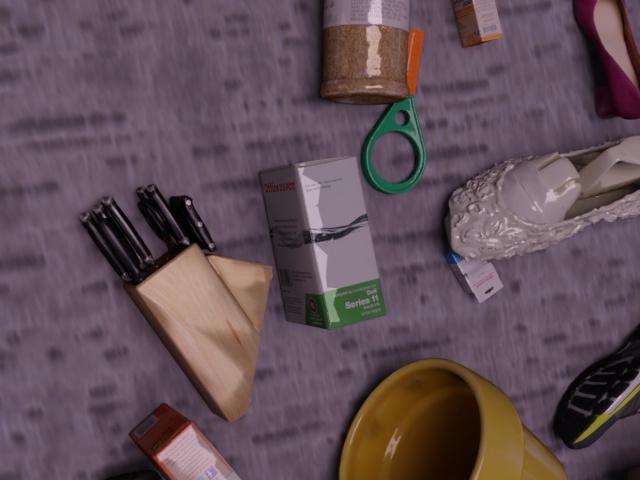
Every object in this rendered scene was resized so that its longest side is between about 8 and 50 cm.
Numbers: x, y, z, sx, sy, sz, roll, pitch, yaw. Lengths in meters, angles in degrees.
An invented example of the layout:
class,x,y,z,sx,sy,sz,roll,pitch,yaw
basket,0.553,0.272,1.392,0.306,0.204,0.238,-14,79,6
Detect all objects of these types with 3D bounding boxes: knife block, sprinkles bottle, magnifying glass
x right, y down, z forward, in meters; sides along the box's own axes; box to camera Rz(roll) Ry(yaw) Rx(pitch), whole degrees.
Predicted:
class,x,y,z,sx,sy,sz,roll,pitch,yaw
knife block,-0.193,0.074,1.393,0.242,0.088,0.275,10,87,-19
sprinkles bottle,0.063,-0.362,1.467,0.121,0.121,0.355,1,90,-21
magnifying glass,0.112,-0.178,1.541,0.092,0.026,0.230,11,88,-20

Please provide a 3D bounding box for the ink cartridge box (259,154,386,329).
class,x,y,z,sx,sy,sz,roll,pitch,yaw
ink cartridge box,0.000,0.000,1.430,0.087,0.153,0.208,-13,96,-21

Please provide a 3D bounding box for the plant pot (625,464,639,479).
class,x,y,z,sx,sy,sz,roll,pitch,yaw
plant pot,0.561,0.446,1.583,0.323,0.323,0.280,-5,77,-20

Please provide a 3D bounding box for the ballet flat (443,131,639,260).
class,x,y,z,sx,sy,sz,roll,pitch,yaw
ballet flat,0.359,-0.086,1.570,0.409,0.147,0.147,-16,96,-22

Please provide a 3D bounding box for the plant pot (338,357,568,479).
class,x,y,z,sx,sy,sz,roll,pitch,yaw
plant pot,0.194,0.314,1.468,0.239,0.254,0.254,31,79,-33

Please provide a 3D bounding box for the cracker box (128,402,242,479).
class,x,y,z,sx,sy,sz,roll,pitch,yaw
cracker box,-0.129,0.316,1.381,0.067,0.156,0.232,-42,103,-15

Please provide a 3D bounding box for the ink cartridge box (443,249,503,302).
class,x,y,z,sx,sy,sz,roll,pitch,yaw
ink cartridge box,0.217,0.042,1.577,0.048,0.028,0.083,-33,101,-17

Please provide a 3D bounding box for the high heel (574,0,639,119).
class,x,y,z,sx,sy,sz,roll,pitch,yaw
high heel,0.433,-0.295,1.608,0.082,0.117,0.244,-3,91,-20

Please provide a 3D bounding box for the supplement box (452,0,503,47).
class,x,y,z,sx,sy,sz,roll,pitch,yaw
supplement box,0.215,-0.324,1.557,0.036,0.062,0.098,-16,95,-18

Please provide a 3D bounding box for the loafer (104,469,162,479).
class,x,y,z,sx,sy,sz,roll,pitch,yaw
loafer,-0.238,0.388,1.393,0.078,0.080,0.220,5,97,23

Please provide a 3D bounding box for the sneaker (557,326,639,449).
class,x,y,z,sx,sy,sz,roll,pitch,yaw
sneaker,0.477,0.219,1.637,0.300,0.111,0.121,-35,106,-15
